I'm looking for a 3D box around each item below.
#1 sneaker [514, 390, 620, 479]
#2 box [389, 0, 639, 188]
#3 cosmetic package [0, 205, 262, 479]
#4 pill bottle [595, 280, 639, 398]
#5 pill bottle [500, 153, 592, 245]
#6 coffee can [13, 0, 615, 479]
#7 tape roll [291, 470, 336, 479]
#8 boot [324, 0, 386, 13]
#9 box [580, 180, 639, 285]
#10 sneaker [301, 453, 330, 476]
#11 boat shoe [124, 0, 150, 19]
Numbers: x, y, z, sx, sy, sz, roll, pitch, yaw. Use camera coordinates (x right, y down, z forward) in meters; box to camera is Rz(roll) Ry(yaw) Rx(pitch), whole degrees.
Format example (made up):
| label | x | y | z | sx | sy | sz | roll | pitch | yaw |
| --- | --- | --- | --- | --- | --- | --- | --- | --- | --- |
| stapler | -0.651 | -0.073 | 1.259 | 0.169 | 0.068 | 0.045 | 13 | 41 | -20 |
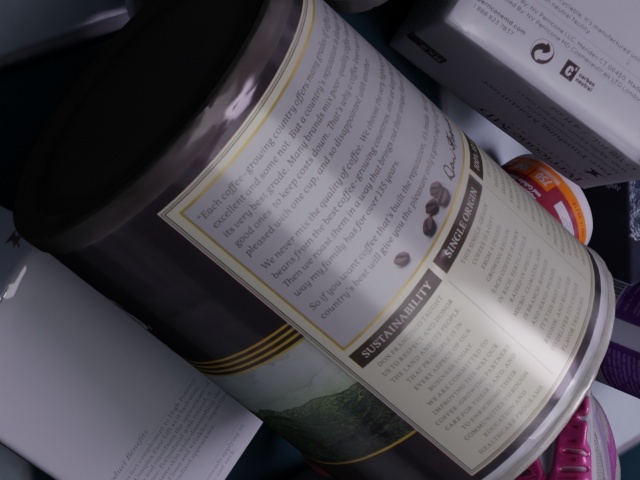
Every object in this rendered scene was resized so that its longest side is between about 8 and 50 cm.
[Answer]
| label | x | y | z | sx | sy | sz | roll | pitch | yaw |
| --- | --- | --- | --- | --- | --- | --- | --- | --- | --- |
| sneaker | 0.185 | 0.209 | 1.473 | 0.111 | 0.103 | 0.252 | 27 | 65 | -62 |
| box | 0.177 | -0.158 | 1.292 | 0.181 | 0.119 | 0.182 | 35 | 79 | -11 |
| cosmetic package | -0.144 | 0.084 | 1.158 | 0.117 | 0.085 | 0.231 | -56 | 133 | -12 |
| pill bottle | 0.290 | 0.083 | 1.495 | 0.108 | 0.193 | 0.108 | -18 | 118 | -38 |
| pill bottle | 0.115 | 0.008 | 1.375 | 0.152 | 0.086 | 0.086 | -34 | 127 | -31 |
| coffee can | 0.000 | 0.000 | 1.069 | 0.275 | 0.201 | 0.201 | 41 | 76 | -24 |
| tape roll | 0.029 | 0.268 | 1.339 | 0.219 | 0.072 | 0.219 | -3 | 98 | -17 |
| boot | 0.046 | -0.279 | 1.200 | 0.236 | 0.085 | 0.179 | -50 | 130 | -20 |
| box | 0.250 | -0.074 | 1.469 | 0.156 | 0.093 | 0.158 | -27 | 124 | -34 |
| sneaker | -0.018 | 0.040 | 1.252 | 0.135 | 0.097 | 0.276 | -23 | 119 | -37 |
| boat shoe | -0.089 | -0.239 | 1.082 | 0.088 | 0.096 | 0.268 | -31 | 134 | -37 |
